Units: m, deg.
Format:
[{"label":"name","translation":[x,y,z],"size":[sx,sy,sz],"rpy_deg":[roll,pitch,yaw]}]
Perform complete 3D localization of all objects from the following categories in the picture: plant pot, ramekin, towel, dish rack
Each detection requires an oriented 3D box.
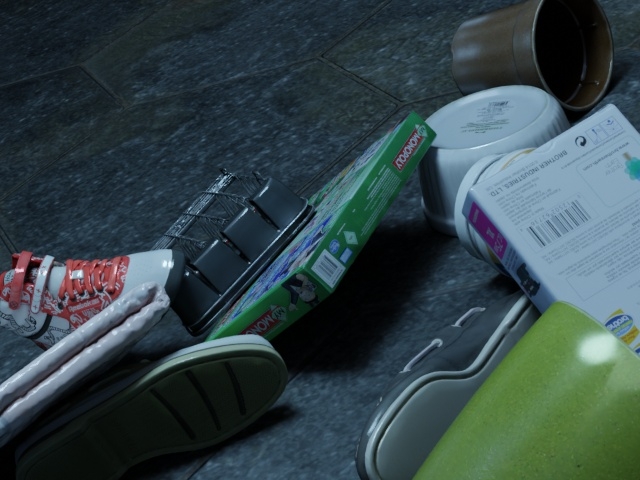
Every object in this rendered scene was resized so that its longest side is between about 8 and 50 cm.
[{"label":"plant pot","translation":[0.154,0.241,1.260],"size":[0.293,0.275,0.275],"rpy_deg":[-40,27,-5]},{"label":"ramekin","translation":[0.209,-0.101,2.047],"size":[0.207,0.109,0.207],"rpy_deg":[-17,25,8]},{"label":"towel","translation":[-0.325,0.180,1.788],"size":[0.317,0.053,0.332],"rpy_deg":[-38,2,-30]},{"label":"plant pot","translation":[0.271,-0.243,2.246],"size":[0.165,0.167,0.167],"rpy_deg":[-5,28,46]},{"label":"dish rack","translation":[-0.132,0.003,2.064],"size":[0.208,0.074,0.271],"rpy_deg":[-47,16,-10]}]

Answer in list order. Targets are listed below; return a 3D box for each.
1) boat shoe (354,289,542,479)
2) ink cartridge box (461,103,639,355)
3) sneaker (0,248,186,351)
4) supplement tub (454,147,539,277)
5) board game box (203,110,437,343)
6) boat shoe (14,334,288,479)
[{"label":"boat shoe","translation":[0.127,0.151,1.623],"size":[0.095,0.112,0.335],"rpy_deg":[-20,12,47]},{"label":"ink cartridge box","translation":[0.300,0.033,1.625],"size":[0.186,0.065,0.311],"rpy_deg":[-30,66,-19]},{"label":"sneaker","translation":[-0.276,0.057,1.945],"size":[0.270,0.145,0.090],"rpy_deg":[-30,39,48]},{"label":"supplement tub","translation":[0.254,-0.022,1.812],"size":[0.144,0.144,0.200],"rpy_deg":[-35,28,-29]},{"label":"board game box","translation":[0.000,0.000,1.942],"size":[0.213,0.046,0.317],"rpy_deg":[-40,10,43]},{"label":"boat shoe","translation":[-0.183,0.171,1.783],"size":[0.302,0.113,0.103],"rpy_deg":[-24,27,0]}]
